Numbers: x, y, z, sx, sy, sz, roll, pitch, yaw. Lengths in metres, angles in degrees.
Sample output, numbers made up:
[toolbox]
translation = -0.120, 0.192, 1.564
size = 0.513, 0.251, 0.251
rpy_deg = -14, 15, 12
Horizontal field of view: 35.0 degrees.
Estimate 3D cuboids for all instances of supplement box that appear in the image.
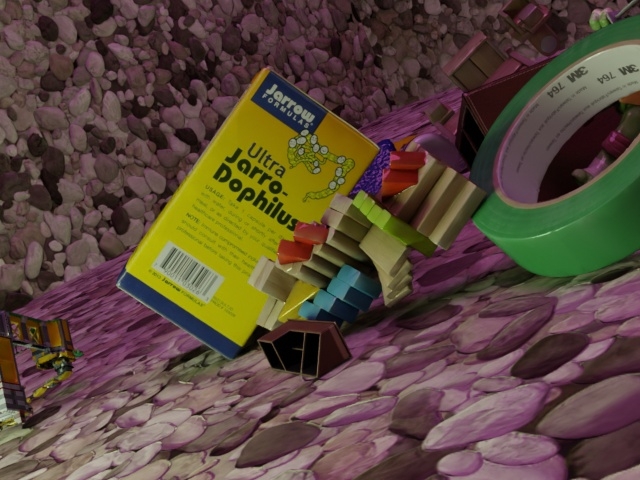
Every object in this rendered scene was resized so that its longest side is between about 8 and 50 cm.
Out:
[supplement box]
translation = -0.104, -0.044, 1.438
size = 0.356, 0.195, 0.194
rpy_deg = -55, 9, 3

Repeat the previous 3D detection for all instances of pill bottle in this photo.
[pill bottle]
translation = 0.180, -0.147, 2.001
size = 0.117, 0.117, 0.215
rpy_deg = -26, 9, -15

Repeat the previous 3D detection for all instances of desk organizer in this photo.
[desk organizer]
translation = -0.021, 0.125, 1.191
size = 0.050, 0.047, 0.130
rpy_deg = -31, 11, -24

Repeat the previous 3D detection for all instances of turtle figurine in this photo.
[turtle figurine]
translation = 0.403, -0.196, 1.307
size = 0.266, 0.198, 0.274
rpy_deg = -47, 18, 7

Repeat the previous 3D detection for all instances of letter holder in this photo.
[letter holder]
translation = 0.384, -0.150, 1.495
size = 0.302, 0.214, 0.152
rpy_deg = -23, -23, -7

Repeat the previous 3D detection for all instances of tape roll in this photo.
[tape roll]
translation = 0.310, -0.110, 1.143
size = 0.321, 0.077, 0.321
rpy_deg = -39, 27, 24

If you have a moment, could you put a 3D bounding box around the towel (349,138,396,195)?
[towel]
translation = 0.015, -0.052, 1.862
size = 0.308, 0.076, 0.227
rpy_deg = -22, 42, 13

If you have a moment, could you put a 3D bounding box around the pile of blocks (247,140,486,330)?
[pile of blocks]
translation = 0.028, 0.014, 1.236
size = 0.362, 0.113, 0.149
rpy_deg = -41, 38, 28

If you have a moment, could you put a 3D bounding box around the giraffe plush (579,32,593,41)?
[giraffe plush]
translation = 0.445, -0.217, 1.716
size = 0.170, 0.181, 0.210
rpy_deg = -34, 44, 0

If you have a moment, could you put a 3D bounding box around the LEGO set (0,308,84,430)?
[LEGO set]
translation = -0.533, 0.247, 1.566
size = 0.331, 0.192, 0.255
rpy_deg = -20, -20, 6

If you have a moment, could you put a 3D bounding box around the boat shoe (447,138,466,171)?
[boat shoe]
translation = 0.241, -0.183, 2.121
size = 0.079, 0.081, 0.227
rpy_deg = -43, 14, -14

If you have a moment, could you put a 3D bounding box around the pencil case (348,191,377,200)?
[pencil case]
translation = 0.000, 0.000, 1.607
size = 0.113, 0.124, 0.273
rpy_deg = -31, 13, -40

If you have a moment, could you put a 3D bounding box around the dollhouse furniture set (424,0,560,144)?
[dollhouse furniture set]
translation = 0.374, -0.256, 1.827
size = 0.303, 0.174, 0.355
rpy_deg = -46, 26, 10
